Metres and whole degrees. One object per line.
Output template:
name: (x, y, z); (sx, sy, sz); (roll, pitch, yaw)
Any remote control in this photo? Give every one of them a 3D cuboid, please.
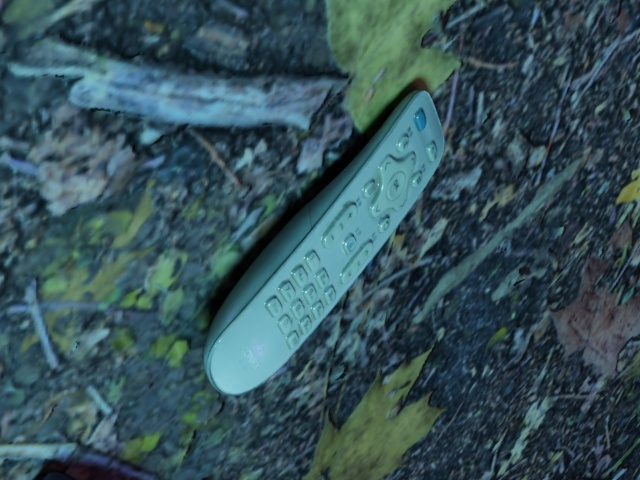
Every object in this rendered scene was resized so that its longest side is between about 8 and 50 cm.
remote control: (0.000, 0.000, 0.962); (0.229, 0.044, 0.073); (-52, 144, -18)

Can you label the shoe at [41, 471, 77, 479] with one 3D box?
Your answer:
shoe: (-0.139, 0.244, 0.979); (0.137, 0.095, 0.245); (-47, 145, -3)
